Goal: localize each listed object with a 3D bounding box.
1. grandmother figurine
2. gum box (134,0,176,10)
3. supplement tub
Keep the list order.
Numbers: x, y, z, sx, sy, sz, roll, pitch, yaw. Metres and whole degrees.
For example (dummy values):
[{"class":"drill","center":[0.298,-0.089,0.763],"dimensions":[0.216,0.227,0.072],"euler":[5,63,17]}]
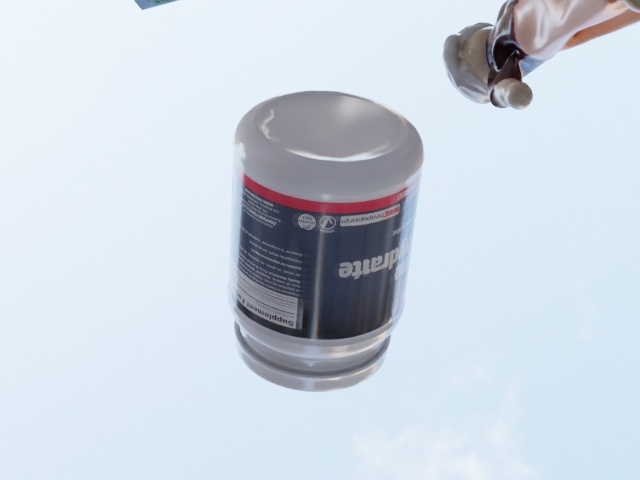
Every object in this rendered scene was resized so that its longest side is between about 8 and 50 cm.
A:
[{"class":"grandmother figurine","center":[0.224,-0.217,1.257],"dimensions":[0.104,0.342,0.207],"euler":[35,-110,-11]},{"class":"gum box","center":[-0.132,-0.362,1.512],"dimensions":[0.041,0.184,0.157],"euler":[50,-131,-35]},{"class":"supplement tub","center":[0.000,0.000,1.284],"dimensions":[0.191,0.272,0.191],"euler":[3,-147,-2]}]
